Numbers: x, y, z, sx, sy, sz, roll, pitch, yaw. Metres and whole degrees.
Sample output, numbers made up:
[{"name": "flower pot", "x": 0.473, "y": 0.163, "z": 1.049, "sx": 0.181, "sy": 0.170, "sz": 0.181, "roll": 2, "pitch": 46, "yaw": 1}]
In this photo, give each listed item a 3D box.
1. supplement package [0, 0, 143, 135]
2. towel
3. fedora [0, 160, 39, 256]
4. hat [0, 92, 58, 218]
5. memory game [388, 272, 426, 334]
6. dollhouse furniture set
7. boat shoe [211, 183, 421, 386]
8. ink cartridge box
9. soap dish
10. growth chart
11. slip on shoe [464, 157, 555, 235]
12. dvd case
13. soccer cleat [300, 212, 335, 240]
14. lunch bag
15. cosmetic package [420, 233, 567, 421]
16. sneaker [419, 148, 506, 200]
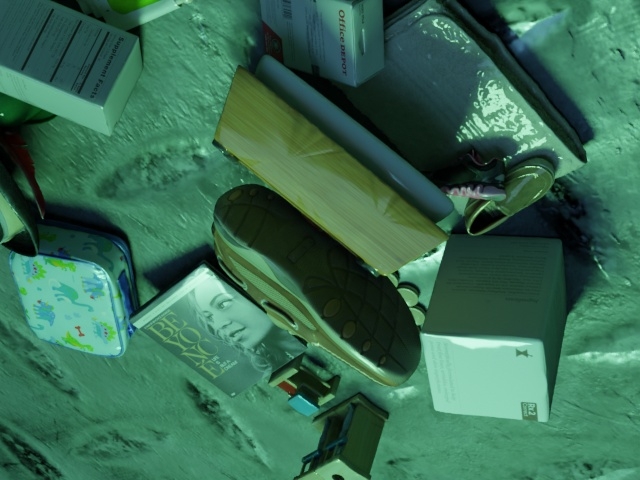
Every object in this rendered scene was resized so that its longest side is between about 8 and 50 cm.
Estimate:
[{"name": "supplement package", "x": -0.320, "y": -0.219, "z": 1.394, "sx": 0.179, "sy": 0.105, "sz": 0.105, "roll": 23, "pitch": 165, "yaw": 0}, {"name": "towel", "x": 0.156, "y": -0.153, "z": 1.330, "sx": 0.187, "sy": 0.049, "sz": 0.282, "roll": -25, "pitch": 120, "yaw": 40}, {"name": "fedora", "x": -0.528, "y": -0.060, "z": 1.535, "sx": 0.334, "sy": 0.152, "sz": 0.334, "roll": 38, "pitch": 154, "yaw": 22}, {"name": "hat", "x": -0.431, "y": -0.162, "z": 1.459, "sx": 0.208, "sy": 0.184, "sz": 0.173, "roll": 6, "pitch": 136, "yaw": 17}, {"name": "memory game", "x": 0.061, "y": 0.095, "z": 1.635, "sx": 0.186, "sy": 0.012, "sz": 0.186, "roll": 12, "pitch": 135, "yaw": 12}, {"name": "dollhouse furniture set", "x": -0.015, "y": 0.292, "z": 1.774, "sx": 0.183, "sy": 0.129, "sz": 0.129, "roll": 37, "pitch": 135, "yaw": -16}, {"name": "boat shoe", "x": -0.009, "y": 0.065, "z": 1.438, "sx": 0.324, "sy": 0.123, "sz": 0.116, "roll": 44, "pitch": 144, "yaw": 12}, {"name": "ink cartridge box", "x": 0.002, "y": -0.237, "z": 1.259, "sx": 0.135, "sy": 0.056, "sz": 0.099, "roll": 23, "pitch": 131, "yaw": 34}, {"name": "soap dish", "x": 0.008, "y": -0.077, "z": 1.312, "sx": 0.291, "sy": 0.118, "sz": 0.229, "roll": 39, "pitch": 180, "yaw": -2}, {"name": "growth chart", "x": -0.272, "y": -0.341, "z": 1.339, "sx": 0.172, "sy": 0.021, "sz": 0.237, "roll": -23, "pitch": 123, "yaw": 38}, {"name": "slip on shoe", "x": 0.220, "y": -0.049, "z": 1.343, "sx": 0.051, "sy": 0.041, "sz": 0.135, "roll": 40, "pitch": 135, "yaw": -21}, {"name": "dvd case", "x": -0.152, "y": 0.138, "z": 1.717, "sx": 0.164, "sy": 0.018, "sz": 0.221, "roll": -35, "pitch": 119, "yaw": 25}, {"name": "soccer cleat", "x": 0.000, "y": 0.000, "z": 1.527, "sx": 0.095, "sy": 0.083, "sz": 0.248, "roll": 32, "pitch": 139, "yaw": -30}, {"name": "lunch bag", "x": -0.365, "y": 0.075, "z": 1.733, "sx": 0.176, "sy": 0.090, "sz": 0.219, "roll": 10, "pitch": 135, "yaw": 14}, {"name": "cosmetic package", "x": 0.226, "y": 0.108, "z": 1.456, "sx": 0.151, "sy": 0.184, "sz": 0.151, "roll": 3, "pitch": 133, "yaw": 19}, {"name": "sneaker", "x": 0.167, "y": -0.079, "z": 1.339, "sx": 0.119, "sy": 0.047, "sz": 0.057, "roll": 8, "pitch": 93, "yaw": 37}]
